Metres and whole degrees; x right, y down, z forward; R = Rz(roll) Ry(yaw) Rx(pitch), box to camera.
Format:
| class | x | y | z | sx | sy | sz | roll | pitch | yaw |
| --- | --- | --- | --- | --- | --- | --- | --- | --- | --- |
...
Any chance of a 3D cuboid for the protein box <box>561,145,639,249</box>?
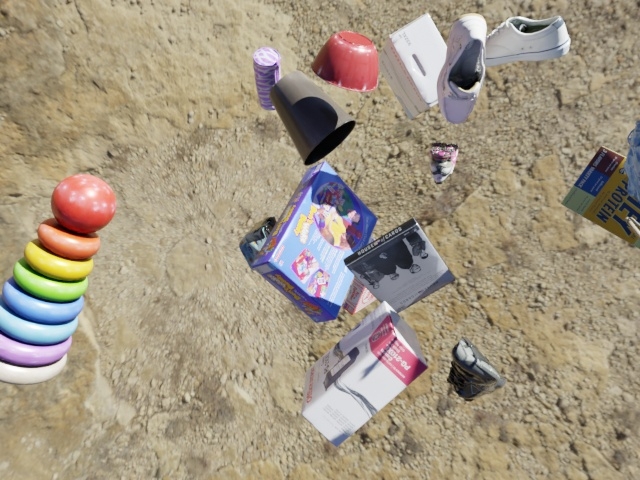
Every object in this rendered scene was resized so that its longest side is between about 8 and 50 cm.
| class | x | y | z | sx | sy | sz | roll | pitch | yaw |
| --- | --- | --- | --- | --- | --- | --- | --- | --- | --- |
| protein box | 0.640 | -0.076 | 1.008 | 0.200 | 0.201 | 0.136 | 40 | 113 | 30 |

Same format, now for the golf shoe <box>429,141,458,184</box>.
| class | x | y | z | sx | sy | sz | roll | pitch | yaw |
| --- | --- | --- | --- | --- | --- | --- | --- | --- | --- |
| golf shoe | 0.299 | -0.195 | 1.219 | 0.067 | 0.186 | 0.086 | 10 | 114 | 19 |

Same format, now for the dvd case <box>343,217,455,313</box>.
| class | x | y | z | sx | sy | sz | roll | pitch | yaw |
| --- | --- | --- | --- | --- | --- | --- | --- | --- | --- |
| dvd case | 0.185 | 0.068 | 1.118 | 0.179 | 0.030 | 0.239 | -32 | 133 | 13 |

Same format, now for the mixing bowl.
| class | x | y | z | sx | sy | sz | roll | pitch | yaw |
| --- | --- | --- | --- | --- | --- | --- | --- | --- | --- |
| mixing bowl | 0.074 | -0.461 | 1.240 | 0.181 | 0.181 | 0.098 | 9 | 130 | -12 |

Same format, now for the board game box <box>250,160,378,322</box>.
| class | x | y | z | sx | sy | sz | roll | pitch | yaw |
| --- | --- | --- | --- | --- | --- | --- | --- | --- | --- |
| board game box | 0.000 | 0.000 | 1.262 | 0.233 | 0.078 | 0.347 | 45 | 51 | -23 |

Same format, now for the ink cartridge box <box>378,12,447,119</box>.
| class | x | y | z | sx | sy | sz | roll | pitch | yaw |
| --- | --- | --- | --- | --- | --- | --- | --- | --- | --- |
| ink cartridge box | 0.291 | -0.505 | 1.476 | 0.129 | 0.307 | 0.223 | -31 | 96 | 4 |

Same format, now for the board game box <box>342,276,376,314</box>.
| class | x | y | z | sx | sy | sz | roll | pitch | yaw |
| --- | --- | --- | --- | --- | --- | --- | --- | --- | --- |
| board game box | 0.163 | 0.135 | 1.550 | 0.045 | 0.147 | 0.193 | 38 | 39 | 26 |

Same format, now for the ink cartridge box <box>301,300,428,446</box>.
| class | x | y | z | sx | sy | sz | roll | pitch | yaw |
| --- | --- | --- | --- | --- | --- | --- | --- | --- | --- |
| ink cartridge box | 0.079 | 0.255 | 0.967 | 0.100 | 0.172 | 0.237 | 44 | 100 | -8 |

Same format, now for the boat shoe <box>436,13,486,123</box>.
| class | x | y | z | sx | sy | sz | roll | pitch | yaw |
| --- | --- | --- | --- | --- | --- | --- | --- | --- | --- |
| boat shoe | 0.317 | -0.358 | 1.110 | 0.098 | 0.277 | 0.096 | -2 | 55 | 8 |

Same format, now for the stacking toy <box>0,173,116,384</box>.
| class | x | y | z | sx | sy | sz | roll | pitch | yaw |
| --- | --- | --- | --- | --- | --- | --- | --- | --- | --- |
| stacking toy | -0.408 | 0.053 | 0.759 | 0.141 | 0.141 | 0.330 | 28 | 101 | -11 |

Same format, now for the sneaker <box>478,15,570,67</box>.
| class | x | y | z | sx | sy | sz | roll | pitch | yaw |
| --- | --- | --- | --- | --- | --- | --- | --- | --- | --- |
| sneaker | 0.437 | -0.468 | 1.140 | 0.094 | 0.258 | 0.091 | -54 | 134 | -31 |

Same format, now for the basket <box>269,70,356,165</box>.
| class | x | y | z | sx | sy | sz | roll | pitch | yaw |
| --- | --- | --- | --- | --- | --- | --- | --- | --- | --- |
| basket | -0.036 | -0.375 | 1.462 | 0.204 | 0.154 | 0.227 | -40 | 81 | 30 |

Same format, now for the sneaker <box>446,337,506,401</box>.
| class | x | y | z | sx | sy | sz | roll | pitch | yaw |
| --- | --- | --- | --- | --- | --- | --- | --- | --- | --- |
| sneaker | 0.327 | 0.295 | 1.065 | 0.106 | 0.101 | 0.267 | -39 | 139 | 7 |

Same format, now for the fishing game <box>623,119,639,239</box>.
| class | x | y | z | sx | sy | sz | roll | pitch | yaw |
| --- | --- | --- | --- | --- | --- | --- | --- | --- | --- |
| fishing game | 0.510 | -0.092 | 0.734 | 0.041 | 0.189 | 0.264 | -13 | 127 | 9 |

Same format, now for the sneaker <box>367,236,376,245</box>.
| class | x | y | z | sx | sy | sz | roll | pitch | yaw |
| --- | --- | --- | --- | --- | --- | --- | --- | --- | --- |
| sneaker | 0.199 | 0.040 | 1.785 | 0.153 | 0.282 | 0.099 | 22 | 86 | 4 |

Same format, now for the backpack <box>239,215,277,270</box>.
| class | x | y | z | sx | sy | sz | roll | pitch | yaw |
| --- | --- | --- | --- | --- | --- | --- | --- | --- | --- |
| backpack | -0.184 | 0.034 | 1.706 | 0.144 | 0.166 | 0.188 | -27 | 106 | 17 |

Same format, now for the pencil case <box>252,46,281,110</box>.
| class | x | y | z | sx | sy | sz | roll | pitch | yaw |
| --- | --- | --- | --- | --- | --- | --- | --- | --- | --- |
| pencil case | -0.156 | -0.487 | 1.510 | 0.088 | 0.206 | 0.086 | 38 | 70 | 19 |
